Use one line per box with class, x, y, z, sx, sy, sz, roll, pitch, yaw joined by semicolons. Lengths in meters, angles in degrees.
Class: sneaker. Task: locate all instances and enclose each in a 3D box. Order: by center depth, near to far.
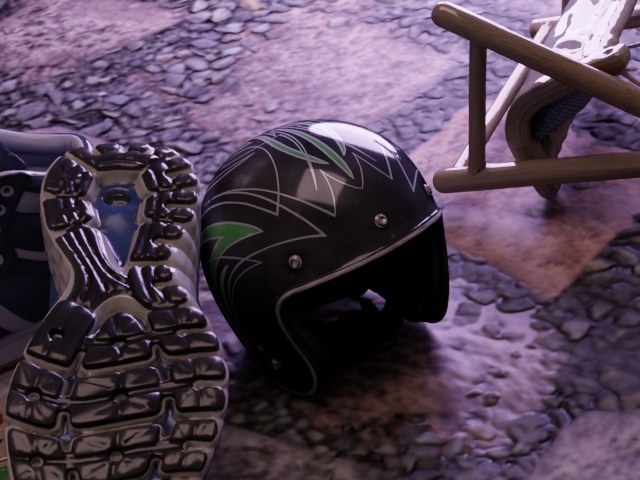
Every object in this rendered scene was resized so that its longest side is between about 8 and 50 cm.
sneaker;-0.117;0.090;1.211;0.129;0.147;0.330;0;41;0
sneaker;-0.258;0.024;1.323;0.282;0.153;0.099;-26;37;-22

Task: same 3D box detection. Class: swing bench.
swing bench;0.240;-0.143;1.440;0.254;0.165;0.253;12;39;20

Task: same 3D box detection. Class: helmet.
helmet;0.000;0.000;1.286;0.169;0.161;0.169;-7;35;5

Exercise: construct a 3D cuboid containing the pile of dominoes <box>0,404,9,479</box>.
pile of dominoes;-0.218;0.175;1.197;0.196;0.040;0.251;-32;41;-29
